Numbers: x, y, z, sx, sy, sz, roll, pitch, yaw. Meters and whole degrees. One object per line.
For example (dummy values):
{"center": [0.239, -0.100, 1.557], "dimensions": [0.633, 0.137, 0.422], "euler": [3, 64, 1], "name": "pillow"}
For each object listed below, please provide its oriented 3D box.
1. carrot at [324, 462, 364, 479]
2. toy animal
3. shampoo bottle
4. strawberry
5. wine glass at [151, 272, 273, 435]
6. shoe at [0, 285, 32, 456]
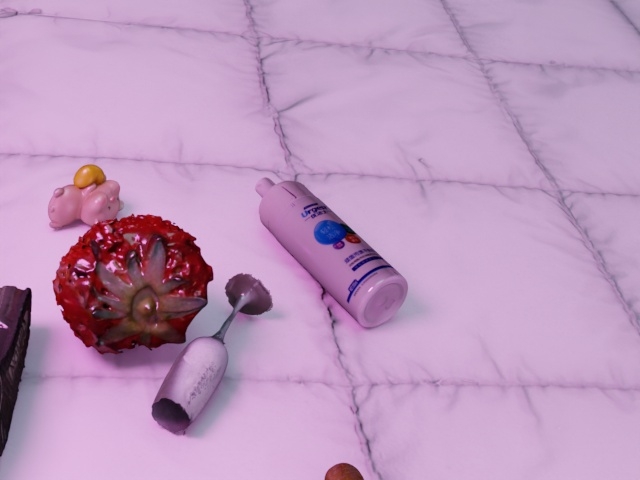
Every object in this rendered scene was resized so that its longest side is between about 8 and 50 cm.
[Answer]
{"center": [0.051, 0.325, 1.167], "dimensions": [0.047, 0.047, 0.191], "euler": [-4, 44, -23], "name": "carrot"}
{"center": [-0.329, -0.056, 1.529], "dimensions": [0.082, 0.091, 0.114], "euler": [41, 40, 13], "name": "toy animal"}
{"center": [0.000, 0.000, 1.551], "dimensions": [0.092, 0.092, 0.303], "euler": [-15, 45, -34], "name": "shampoo bottle"}
{"center": [-0.238, 0.046, 1.342], "dimensions": [0.184, 0.187, 0.201], "euler": [31, 6, -21], "name": "strawberry"}
{"center": [-0.137, 0.141, 1.335], "dimensions": [0.074, 0.074, 0.262], "euler": [20, 37, 8], "name": "wine glass"}
{"center": [-0.419, 0.150, 1.200], "dimensions": [0.149, 0.109, 0.293], "euler": [5, 33, -5], "name": "shoe"}
